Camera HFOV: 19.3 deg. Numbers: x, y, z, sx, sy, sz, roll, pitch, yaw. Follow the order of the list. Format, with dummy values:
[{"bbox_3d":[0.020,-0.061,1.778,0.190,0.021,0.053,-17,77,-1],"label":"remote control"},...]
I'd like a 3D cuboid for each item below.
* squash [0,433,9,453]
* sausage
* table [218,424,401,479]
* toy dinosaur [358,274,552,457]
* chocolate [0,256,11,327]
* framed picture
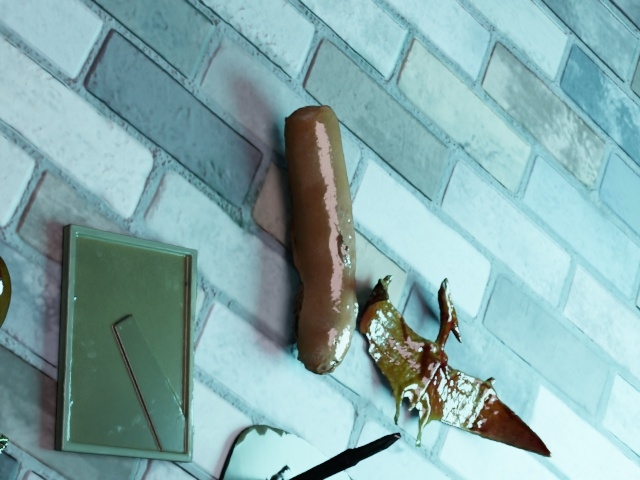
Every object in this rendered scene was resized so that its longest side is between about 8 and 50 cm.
[{"bbox_3d":[-0.432,0.133,1.840,0.318,0.071,0.080,45,53,-27],"label":"squash"},{"bbox_3d":[0.001,-0.001,2.270,0.087,0.079,0.326,6,78,-53],"label":"sausage"},{"bbox_3d":[0.067,0.361,2.132,0.317,0.249,0.317,11,74,-41],"label":"table"},{"bbox_3d":[0.164,0.166,2.362,0.206,0.113,0.327,-37,108,-41],"label":"toy dinosaur"},{"bbox_3d":[-0.367,0.054,1.878,0.127,0.133,0.124,-7,89,-41],"label":"chocolate"},{"bbox_3d":[-0.212,0.116,2.088,0.184,0.016,0.249,11,74,-42],"label":"framed picture"}]
